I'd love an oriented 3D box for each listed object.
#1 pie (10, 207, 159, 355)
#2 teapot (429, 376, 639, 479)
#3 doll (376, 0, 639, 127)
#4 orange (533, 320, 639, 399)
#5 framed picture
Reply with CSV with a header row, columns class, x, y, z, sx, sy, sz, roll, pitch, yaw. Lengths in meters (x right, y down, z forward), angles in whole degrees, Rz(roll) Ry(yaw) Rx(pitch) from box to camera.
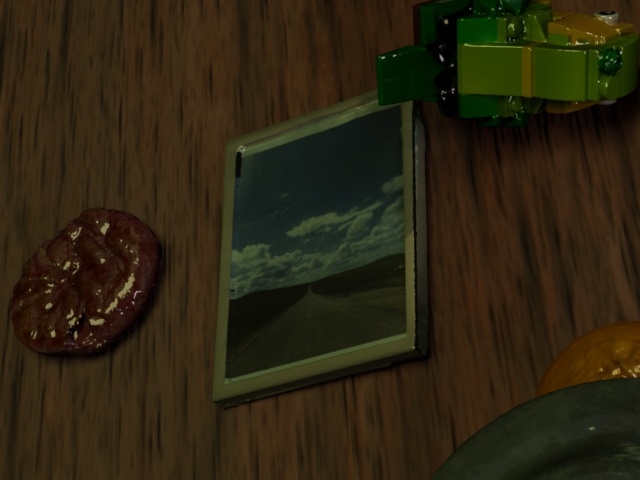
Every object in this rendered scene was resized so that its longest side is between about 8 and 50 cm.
class,x,y,z,sx,sy,sz,roll,pitch,yaw
pie,-0.207,0.037,1.189,0.154,0.036,0.154,-16,54,24
teapot,0.144,0.249,0.702,0.321,0.239,0.239,-38,47,-1
doll,0.148,-0.137,1.028,0.186,0.106,0.134,3,21,16
orange,0.194,0.113,0.839,0.135,0.117,0.136,-19,46,21
framed picture,0.000,0.000,1.098,0.189,0.023,0.260,-16,54,26
